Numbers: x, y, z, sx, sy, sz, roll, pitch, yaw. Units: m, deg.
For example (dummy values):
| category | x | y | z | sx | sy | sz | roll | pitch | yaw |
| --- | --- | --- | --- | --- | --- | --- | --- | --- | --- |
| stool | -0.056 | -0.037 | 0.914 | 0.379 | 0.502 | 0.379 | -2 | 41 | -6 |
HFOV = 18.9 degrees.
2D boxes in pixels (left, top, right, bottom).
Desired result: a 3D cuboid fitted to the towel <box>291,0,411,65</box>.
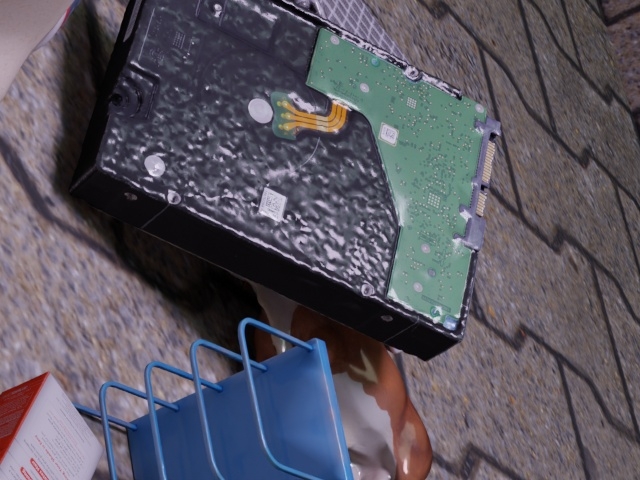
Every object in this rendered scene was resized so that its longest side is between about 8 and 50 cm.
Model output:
| category | x | y | z | sx | sy | sz | roll | pitch | yaw |
| --- | --- | --- | --- | --- | --- | --- | --- | --- | --- |
| towel | 0.015 | -0.151 | 1.903 | 0.283 | 0.121 | 0.235 | 58 | 22 | -20 |

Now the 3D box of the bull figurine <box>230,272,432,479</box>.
| category | x | y | z | sx | sy | sz | roll | pitch | yaw |
| --- | --- | --- | --- | --- | --- | --- | --- | --- | --- |
| bull figurine | 0.002 | 0.118 | 1.625 | 0.310 | 0.101 | 0.188 | 54 | 28 | -23 |

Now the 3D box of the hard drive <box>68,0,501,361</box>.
| category | x | y | z | sx | sy | sz | roll | pitch | yaw |
| --- | --- | --- | --- | --- | --- | --- | --- | --- | --- |
| hard drive | -0.018 | -0.071 | 1.562 | 0.339 | 0.064 | 0.237 | 25 | 57 | -20 |

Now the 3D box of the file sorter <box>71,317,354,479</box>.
| category | x | y | z | sx | sy | sz | roll | pitch | yaw |
| --- | --- | --- | --- | --- | --- | --- | --- | --- | --- |
| file sorter | -0.083 | 0.139 | 1.311 | 0.104 | 0.170 | 0.118 | 29 | 42 | -51 |

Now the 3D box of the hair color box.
| category | x | y | z | sx | sy | sz | roll | pitch | yaw |
| --- | --- | --- | --- | --- | --- | --- | --- | --- | --- |
| hair color box | -0.188 | 0.153 | 1.218 | 0.072 | 0.043 | 0.141 | 58 | 22 | -19 |

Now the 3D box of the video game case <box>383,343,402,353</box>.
| category | x | y | z | sx | sy | sz | roll | pitch | yaw |
| --- | --- | --- | --- | --- | --- | --- | --- | --- | --- |
| video game case | 0.000 | 0.000 | 1.715 | 0.201 | 0.023 | 0.183 | 60 | -11 | -14 |

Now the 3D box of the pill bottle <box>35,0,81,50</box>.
| category | x | y | z | sx | sy | sz | roll | pitch | yaw |
| --- | --- | --- | --- | --- | --- | --- | --- | --- | --- |
| pill bottle | -0.219 | -0.217 | 1.442 | 0.108 | 0.108 | 0.180 | 58 | 22 | -19 |

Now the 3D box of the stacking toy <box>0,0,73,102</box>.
| category | x | y | z | sx | sy | sz | roll | pitch | yaw |
| --- | --- | --- | --- | --- | --- | --- | --- | --- | --- |
| stacking toy | -0.368 | -0.232 | 0.958 | 0.480 | 0.350 | 0.350 | 48 | 22 | 2 |
